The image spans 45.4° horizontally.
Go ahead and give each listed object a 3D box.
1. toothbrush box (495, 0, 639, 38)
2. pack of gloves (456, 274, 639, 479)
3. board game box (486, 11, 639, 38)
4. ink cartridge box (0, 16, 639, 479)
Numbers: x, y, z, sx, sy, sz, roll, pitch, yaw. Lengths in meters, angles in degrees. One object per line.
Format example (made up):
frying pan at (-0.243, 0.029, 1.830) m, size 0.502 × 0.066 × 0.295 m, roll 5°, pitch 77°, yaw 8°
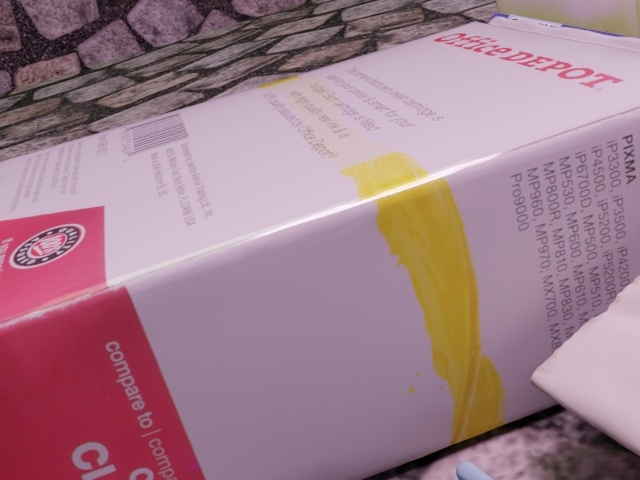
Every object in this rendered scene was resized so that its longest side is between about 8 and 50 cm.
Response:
toothbrush box at (0.277, -0.251, 0.705) m, size 0.206 × 0.283 × 0.122 m, roll 10°, pitch 34°, yaw 43°
pack of gloves at (0.114, 0.115, 0.247) m, size 0.195 × 0.046 × 0.232 m, roll -44°, pitch 15°, yaw 3°
board game box at (0.210, -0.125, 0.660) m, size 0.201 × 0.035 × 0.136 m, roll 22°, pitch 65°, yaw 33°
ink cartridge box at (0.000, 0.000, 0.478) m, size 0.385 × 0.160 × 0.279 m, roll -19°, pitch 24°, yaw -7°
